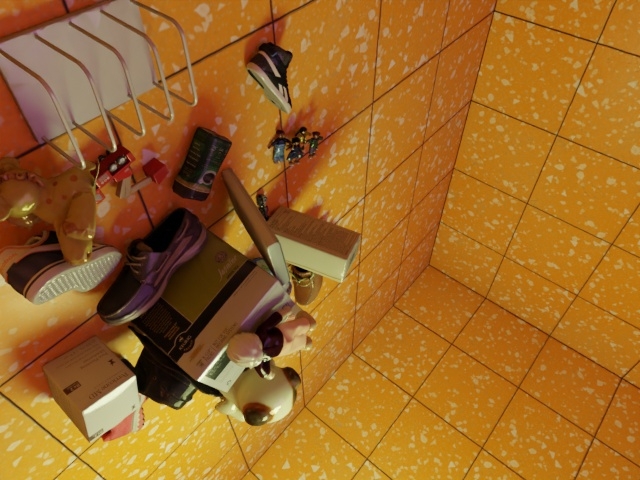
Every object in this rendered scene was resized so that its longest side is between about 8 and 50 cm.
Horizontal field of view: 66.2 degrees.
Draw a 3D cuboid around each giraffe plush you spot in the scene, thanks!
[{"bbox_3d":[-0.514,-0.069,0.914,0.170,0.181,0.211,4,117,-28],"label":"giraffe plush"}]

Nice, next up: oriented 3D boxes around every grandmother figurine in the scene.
[{"bbox_3d":[-0.132,0.281,1.345,0.342,0.103,0.208,7,86,-62],"label":"grandmother figurine"}]

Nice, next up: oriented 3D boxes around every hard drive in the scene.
[{"bbox_3d":[-0.184,-0.040,1.394,0.040,0.308,0.203,-28,147,-13],"label":"hard drive"}]

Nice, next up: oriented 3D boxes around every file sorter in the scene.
[{"bbox_3d":[-0.387,-0.290,0.896,0.277,0.173,0.193,-42,151,-31],"label":"file sorter"}]

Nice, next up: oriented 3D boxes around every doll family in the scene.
[{"bbox_3d":[-0.078,-0.306,1.554,0.193,0.076,0.111,-33,150,-37],"label":"doll family"}]

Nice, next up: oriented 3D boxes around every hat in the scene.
[{"bbox_3d":[-0.440,0.385,1.373,0.134,0.331,0.331,-53,155,-13],"label":"hat"}]

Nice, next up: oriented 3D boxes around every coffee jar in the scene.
[{"bbox_3d":[-0.306,-0.191,1.262,0.185,0.079,0.096,-63,157,9],"label":"coffee jar"}]

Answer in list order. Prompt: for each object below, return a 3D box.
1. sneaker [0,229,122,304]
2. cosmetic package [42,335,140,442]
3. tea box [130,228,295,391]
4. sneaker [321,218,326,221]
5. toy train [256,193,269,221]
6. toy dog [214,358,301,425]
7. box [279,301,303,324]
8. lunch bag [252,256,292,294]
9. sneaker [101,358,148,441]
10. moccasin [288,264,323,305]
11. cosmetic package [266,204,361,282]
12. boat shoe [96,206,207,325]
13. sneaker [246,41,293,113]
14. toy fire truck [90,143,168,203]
[{"bbox_3d":[-0.549,0.040,1.056,0.126,0.127,0.321,-53,180,3],"label":"sneaker"},{"bbox_3d":[-0.591,0.383,1.277,0.151,0.183,0.152,-34,146,-41],"label":"cosmetic package"},{"bbox_3d":[-0.311,0.190,1.397,0.329,0.323,0.220,-51,157,-13],"label":"tea box"},{"bbox_3d":[0.000,0.000,2.039,0.063,0.074,0.171,-5,124,-59],"label":"sneaker"},{"bbox_3d":[-0.188,-0.100,1.640,0.036,0.027,0.158,-47,153,-29],"label":"toy train"},{"bbox_3d":[-0.256,0.459,1.706,0.284,0.407,0.396,-34,146,-42],"label":"toy dog"},{"bbox_3d":[-0.159,0.315,1.850,0.171,0.091,0.130,-58,155,15],"label":"box"},{"bbox_3d":[-0.234,0.203,1.807,0.243,0.114,0.303,-52,155,-7],"label":"lunch bag"},{"bbox_3d":[-0.602,0.493,1.467,0.136,0.115,0.314,-23,137,-45],"label":"sneaker"},{"bbox_3d":[-0.059,0.106,1.978,0.147,0.139,0.380,-28,141,-45],"label":"moccasin"},{"bbox_3d":[-0.035,0.008,1.675,0.160,0.309,0.113,-55,160,-48],"label":"cosmetic package"},{"bbox_3d":[-0.446,0.051,1.259,0.355,0.132,0.130,-55,146,-27],"label":"boat shoe"},{"bbox_3d":[-0.105,-0.446,1.336,0.121,0.079,0.217,-55,153,-4],"label":"sneaker"},{"bbox_3d":[-0.446,-0.140,1.104,0.192,0.047,0.135,-48,154,-20],"label":"toy fire truck"}]
